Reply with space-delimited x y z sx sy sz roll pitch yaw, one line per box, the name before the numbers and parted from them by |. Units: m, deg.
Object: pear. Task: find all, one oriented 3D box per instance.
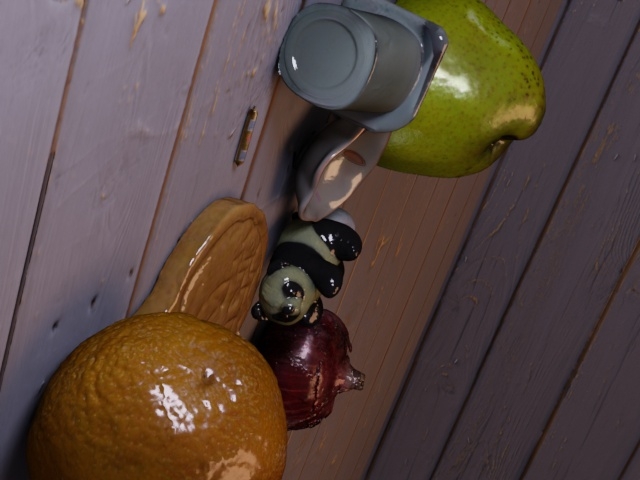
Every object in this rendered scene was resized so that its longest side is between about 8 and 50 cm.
pear | 0.237 -0.268 2.158 0.342 0.318 0.238 -59 170 -20

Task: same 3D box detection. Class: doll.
doll | -0.025 0.055 2.099 0.234 0.135 0.143 -64 -178 -42

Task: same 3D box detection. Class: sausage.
sausage | -0.105 -0.146 1.756 0.015 0.015 0.100 -41 154 -55

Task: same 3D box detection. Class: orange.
orange | -0.209 0.266 1.565 0.322 0.322 0.357 -44 168 -52

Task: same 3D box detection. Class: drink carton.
drink carton | 0.052 -0.253 1.786 0.191 0.185 0.189 -64 163 16

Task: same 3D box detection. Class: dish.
dish | 0.019 -0.136 2.042 0.229 0.081 0.229 -44 163 -17

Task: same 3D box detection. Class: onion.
onion | -0.020 0.248 2.374 0.252 0.219 0.252 18 90 -79

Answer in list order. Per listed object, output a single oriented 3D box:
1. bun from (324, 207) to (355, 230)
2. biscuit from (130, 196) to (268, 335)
bun | 0.000 0.000 2.268 0.141 0.083 0.141 -41 146 -36
biscuit | -0.182 0.118 1.874 0.365 0.062 0.385 -56 165 -21
